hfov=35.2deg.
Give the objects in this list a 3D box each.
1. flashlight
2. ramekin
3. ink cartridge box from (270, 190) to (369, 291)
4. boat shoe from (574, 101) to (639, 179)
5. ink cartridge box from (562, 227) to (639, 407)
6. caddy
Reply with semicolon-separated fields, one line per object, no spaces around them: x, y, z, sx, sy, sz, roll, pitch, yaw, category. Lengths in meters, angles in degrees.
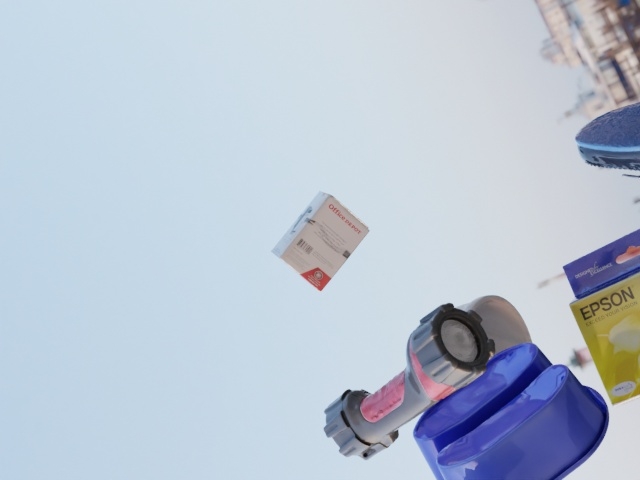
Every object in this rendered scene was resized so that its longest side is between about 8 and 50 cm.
0.104;0.193;1.347;0.103;0.304;0.103;16;-127;-26;flashlight
0.301;0.247;1.972;0.272;0.127;0.273;13;-108;-46;ramekin
0.000;0.000;1.685;0.099;0.135;0.056;41;176;-22;ink cartridge box
0.372;-0.083;1.002;0.109;0.258;0.089;-45;-59;-25;boat shoe
0.650;0.128;1.968;0.072;0.303;0.307;-1;-115;-55;ink cartridge box
0.330;0.340;1.738;0.179;0.341;0.241;55;175;-20;caddy
